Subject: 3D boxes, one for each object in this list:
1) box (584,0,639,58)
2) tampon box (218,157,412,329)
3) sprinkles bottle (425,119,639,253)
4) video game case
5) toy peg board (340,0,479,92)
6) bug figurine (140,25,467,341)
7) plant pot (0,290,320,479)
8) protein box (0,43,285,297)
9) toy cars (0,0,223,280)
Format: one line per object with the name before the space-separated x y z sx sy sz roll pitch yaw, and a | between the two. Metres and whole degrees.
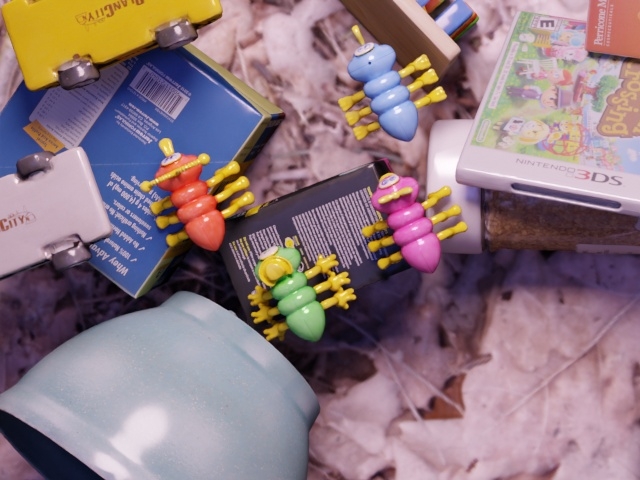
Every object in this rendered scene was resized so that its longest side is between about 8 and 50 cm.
box | 0.322 -0.228 1.560 0.170 0.091 0.130 9 132 12
tampon box | 0.000 0.000 1.644 0.161 0.120 0.101 -22 92 9
sprinkles bottle | 0.273 -0.046 1.603 0.355 0.121 0.121 1 95 7
video game case | 0.237 -0.112 1.566 0.193 0.212 0.023 11 140 15
toy peg board | 0.077 -0.228 1.602 0.079 0.160 0.161 -44 88 -6
bug figurine | -0.003 -0.038 1.535 0.279 0.072 0.216 -30 94 7
plant pot | -0.124 0.171 1.617 0.293 0.293 0.196 38 73 3
protein box | -0.176 -0.091 1.652 0.200 0.136 0.201 36 99 3
toy cars | -0.214 -0.103 1.547 0.176 0.087 0.394 31 101 13
